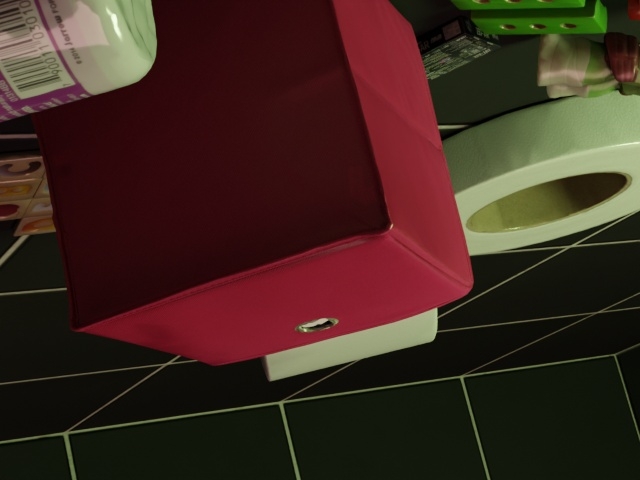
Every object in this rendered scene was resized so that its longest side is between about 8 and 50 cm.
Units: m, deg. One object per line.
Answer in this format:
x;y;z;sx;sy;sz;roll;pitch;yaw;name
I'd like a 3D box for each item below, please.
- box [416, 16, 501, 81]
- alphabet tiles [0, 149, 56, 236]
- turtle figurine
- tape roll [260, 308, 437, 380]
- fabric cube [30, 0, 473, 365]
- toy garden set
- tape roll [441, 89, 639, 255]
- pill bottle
0.115;-0.176;1.317;0.083;0.018;0.067;-24;162;33;box
-0.181;-0.067;1.463;0.342;0.011;0.285;-7;164;-25;alphabet tiles
0.335;-0.194;1.258;0.266;0.274;0.198;6;-146;15;turtle figurine
0.000;0.000;1.382;0.169;0.246;0.246;-14;165;-4;tape roll
-0.050;-0.062;1.120;0.254;0.259;0.258;-17;165;15;fabric cube
0.186;-0.220;1.091;0.204;0.049;0.244;3;171;25;toy garden set
0.271;-0.074;1.728;0.392;0.072;0.392;-13;165;-4;tape roll
-0.262;-0.135;0.833;0.301;0.169;0.169;-15;165;5;pill bottle
